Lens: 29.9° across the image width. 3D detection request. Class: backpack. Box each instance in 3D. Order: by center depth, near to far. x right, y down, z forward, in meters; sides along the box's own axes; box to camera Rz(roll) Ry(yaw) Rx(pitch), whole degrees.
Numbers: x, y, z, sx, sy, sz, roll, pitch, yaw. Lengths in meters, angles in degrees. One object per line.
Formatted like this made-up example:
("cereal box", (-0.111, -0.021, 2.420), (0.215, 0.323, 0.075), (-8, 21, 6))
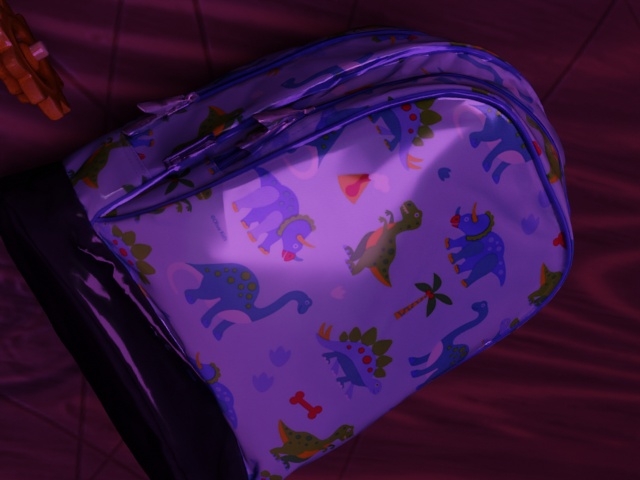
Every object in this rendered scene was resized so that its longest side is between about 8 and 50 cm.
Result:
("backpack", (0.000, 0.000, 0.845), (0.355, 0.273, 0.290), (-33, 109, -21))

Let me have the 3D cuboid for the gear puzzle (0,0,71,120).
("gear puzzle", (-0.254, -0.210, 0.706), (0.044, 0.175, 0.339), (-30, 115, 7))
